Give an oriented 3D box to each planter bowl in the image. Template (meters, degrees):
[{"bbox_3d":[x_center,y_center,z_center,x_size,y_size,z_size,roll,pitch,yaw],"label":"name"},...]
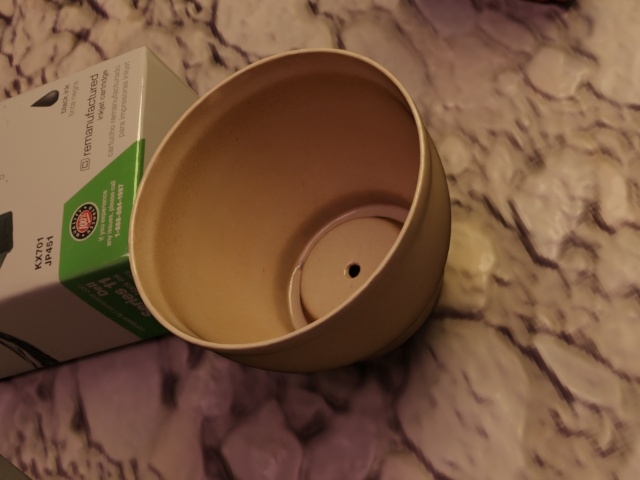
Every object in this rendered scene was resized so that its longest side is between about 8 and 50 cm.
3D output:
[{"bbox_3d":[0.000,0.000,0.619,0.162,0.109,0.162,-15,57,24],"label":"planter bowl"}]

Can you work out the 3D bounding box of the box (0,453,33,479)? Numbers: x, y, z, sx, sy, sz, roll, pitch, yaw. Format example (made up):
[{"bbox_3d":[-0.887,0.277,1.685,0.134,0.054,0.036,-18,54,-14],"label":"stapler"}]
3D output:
[{"bbox_3d":[-0.211,0.199,0.442,0.165,0.143,0.270,37,107,3],"label":"box"}]

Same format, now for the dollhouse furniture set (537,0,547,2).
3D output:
[{"bbox_3d":[0.208,-0.227,0.595,0.374,0.152,0.201,19,75,37],"label":"dollhouse furniture set"}]

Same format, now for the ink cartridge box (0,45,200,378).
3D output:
[{"bbox_3d":[-0.171,-0.008,0.740,0.208,0.087,0.153,-17,56,23],"label":"ink cartridge box"}]
